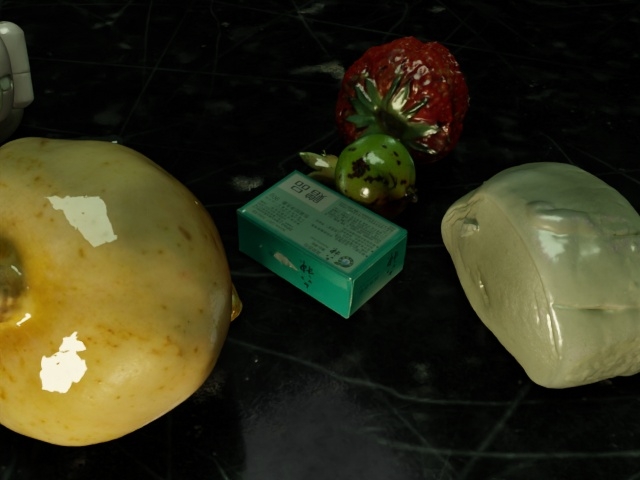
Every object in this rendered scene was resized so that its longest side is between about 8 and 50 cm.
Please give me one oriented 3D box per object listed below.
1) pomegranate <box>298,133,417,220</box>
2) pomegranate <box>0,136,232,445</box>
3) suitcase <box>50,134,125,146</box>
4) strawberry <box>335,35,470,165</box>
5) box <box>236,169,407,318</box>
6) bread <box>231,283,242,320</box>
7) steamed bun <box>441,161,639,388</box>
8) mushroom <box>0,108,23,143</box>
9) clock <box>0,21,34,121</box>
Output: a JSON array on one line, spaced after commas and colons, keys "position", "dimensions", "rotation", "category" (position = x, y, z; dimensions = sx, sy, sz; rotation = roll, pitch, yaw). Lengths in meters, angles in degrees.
[{"position": [0.062, -0.103, 1.368], "dimensions": [0.220, 0.156, 0.156], "rotation": [-2, 41, 15], "category": "pomegranate"}, {"position": [-0.310, 0.064, 1.008], "dimensions": [0.411, 0.411, 0.411], "rotation": [1, 43, -1], "category": "pomegranate"}, {"position": [-0.450, -0.082, 1.391], "dimensions": [0.206, 0.066, 0.285], "rotation": [-4, 43, -5], "category": "suitcase"}, {"position": [0.161, -0.270, 1.490], "dimensions": [0.250, 0.239, 0.288], "rotation": [20, 36, 13], "category": "strawberry"}, {"position": [0.000, 0.000, 1.295], "dimensions": [0.245, 0.092, 0.153], "rotation": [32, 50, 28], "category": "box"}, {"position": [-0.171, 0.087, 1.231], "dimensions": [0.083, 0.044, 0.111], "rotation": [-17, 48, -17], "category": "bread"}, {"position": [0.352, 0.015, 1.181], "dimensions": [0.247, 0.236, 0.383], "rotation": [-11, 44, -15], "category": "steamed bun"}, {"position": [-0.670, -0.276, 1.488], "dimensions": [0.207, 0.215, 0.207], "rotation": [6, 40, -5], "category": "mushroom"}, {"position": [-0.641, -0.244, 1.238], "dimensions": [0.342, 0.184, 0.326], "rotation": [-7, 26, 3], "category": "clock"}]
